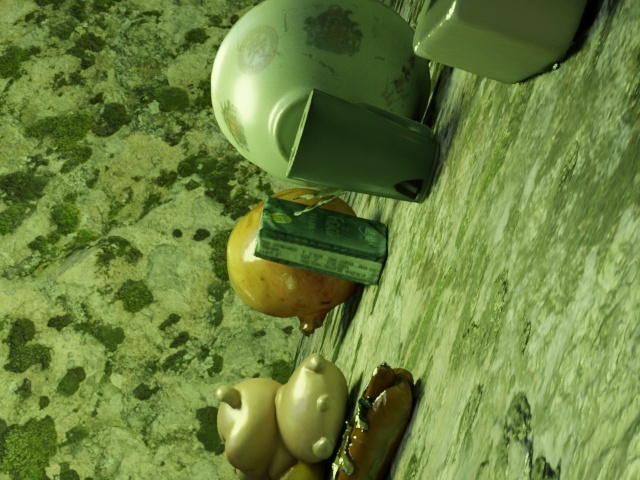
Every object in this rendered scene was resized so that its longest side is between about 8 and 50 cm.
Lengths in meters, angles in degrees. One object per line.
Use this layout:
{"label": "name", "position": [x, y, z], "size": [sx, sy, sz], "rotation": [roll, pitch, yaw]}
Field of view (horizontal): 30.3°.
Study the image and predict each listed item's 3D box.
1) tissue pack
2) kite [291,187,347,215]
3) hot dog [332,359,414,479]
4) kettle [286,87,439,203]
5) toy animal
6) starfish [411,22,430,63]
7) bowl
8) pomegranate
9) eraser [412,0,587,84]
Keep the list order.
{"label": "tissue pack", "position": [0.000, 0.000, 2.377], "size": [0.185, 0.257, 0.081], "rotation": [-84, 8, -66]}
{"label": "kite", "position": [0.068, -0.105, 2.326], "size": [0.314, 0.335, 0.011], "rotation": [-27, -77, -42]}
{"label": "hot dog", "position": [0.068, 0.273, 1.638], "size": [0.109, 0.072, 0.269], "rotation": [-84, 10, -58]}
{"label": "kettle", "position": [0.079, -0.166, 2.064], "size": [0.210, 0.243, 0.160], "rotation": [-82, 11, -53]}
{"label": "toy animal", "position": [-0.094, 0.369, 2.244], "size": [0.345, 0.246, 0.278], "rotation": [114, 170, -63]}
{"label": "starfish", "position": [0.227, -0.443, 2.384], "size": [0.231, 0.048, 0.295], "rotation": [-51, -13, -43]}
{"label": "bowl", "position": [0.001, -0.246, 2.253], "size": [0.196, 0.434, 0.435], "rotation": [-90, 16, -55]}
{"label": "pomegranate", "position": [-0.044, 0.049, 2.631], "size": [0.338, 0.338, 0.338], "rotation": [-164, 90, -86]}
{"label": "eraser", "position": [0.214, -0.307, 1.392], "size": [0.331, 0.150, 0.331], "rotation": [-164, 90, -88]}
